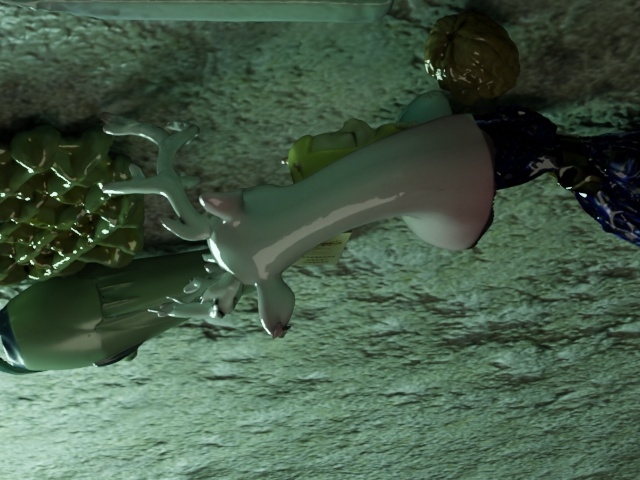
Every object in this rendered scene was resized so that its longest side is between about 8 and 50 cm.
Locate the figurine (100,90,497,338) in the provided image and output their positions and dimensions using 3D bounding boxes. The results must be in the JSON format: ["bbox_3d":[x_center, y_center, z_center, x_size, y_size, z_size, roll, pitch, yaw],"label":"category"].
[{"bbox_3d":[-0.030,-0.023,1.815,0.315,0.206,0.284,-13,-163,-17],"label":"figurine"}]

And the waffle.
[{"bbox_3d":[-0.318,-0.027,1.983,0.291,0.056,0.309,-7,156,0],"label":"waffle"}]

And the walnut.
[{"bbox_3d":[0.135,-0.162,1.780,0.079,0.083,0.096,13,167,30],"label":"walnut"}]

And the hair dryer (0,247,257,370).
[{"bbox_3d":[-0.172,0.070,2.208,0.295,0.119,0.298,-21,167,20],"label":"hair dryer"}]

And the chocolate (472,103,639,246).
[{"bbox_3d":[0.221,-0.077,1.956,0.343,0.126,0.148,12,-173,-20],"label":"chocolate"}]

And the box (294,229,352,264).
[{"bbox_3d":[0.000,0.000,2.149,0.053,0.024,0.083,0,153,-13],"label":"box"}]

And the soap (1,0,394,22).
[{"bbox_3d":[-0.103,-0.256,1.475,0.346,0.115,0.208,-1,154,-10],"label":"soap"}]

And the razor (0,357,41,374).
[{"bbox_3d":[-0.392,0.101,2.228,0.093,0.056,0.324,-5,157,32],"label":"razor"}]
